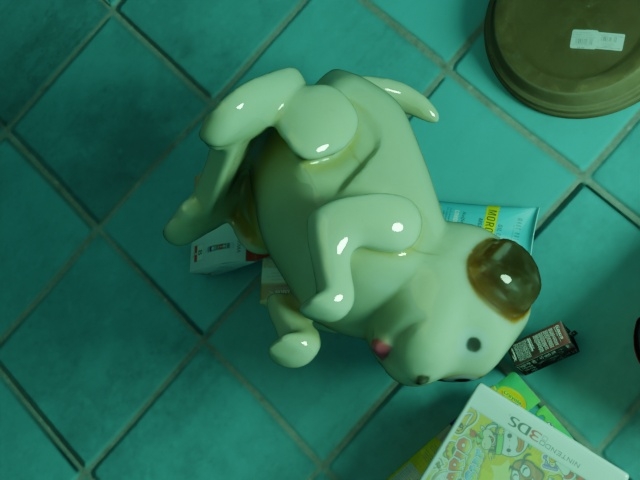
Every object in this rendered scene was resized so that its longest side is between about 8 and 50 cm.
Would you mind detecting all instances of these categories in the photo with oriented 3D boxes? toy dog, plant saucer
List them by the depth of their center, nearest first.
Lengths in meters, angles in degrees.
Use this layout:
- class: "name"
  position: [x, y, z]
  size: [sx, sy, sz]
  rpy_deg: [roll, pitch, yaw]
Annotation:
- class: "toy dog"
  position: [0.067, 0.008, 1.675]
  size: [0.408, 0.395, 0.284]
  rpy_deg: [46, 134, 14]
- class: "plant saucer"
  position: [0.347, -0.295, 1.811]
  size: [0.277, 0.041, 0.278]
  rpy_deg: [-6, 73, 19]

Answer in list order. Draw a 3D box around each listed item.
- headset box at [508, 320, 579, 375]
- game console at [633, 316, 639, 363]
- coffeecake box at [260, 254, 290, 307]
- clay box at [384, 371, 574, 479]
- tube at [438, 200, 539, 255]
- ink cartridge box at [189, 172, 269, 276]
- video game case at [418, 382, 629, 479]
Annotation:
- class: "headset box"
  position: [0.278, 0.131, 1.698]
  size: [0.083, 0.062, 0.032]
  rpy_deg: [-27, 67, 13]
- class: "game console"
  position: [0.588, 0.092, 1.559]
  size: [0.386, 0.060, 0.342]
  rpy_deg: [30, 78, 26]
- class: "coffeecake box"
  position: [0.000, 0.000, 1.846]
  size: [0.142, 0.068, 0.186]
  rpy_deg: [-3, 73, 20]
- class: "clay box"
  position: [0.196, 0.279, 1.691]
  size: [0.222, 0.053, 0.127]
  rpy_deg: [-41, 67, 5]
- class: "tube"
  position: [0.177, -0.018, 1.796]
  size: [0.207, 0.052, 0.080]
  rpy_deg: [9, 85, 18]
- class: "ink cartridge box"
  position: [-0.114, -0.036, 1.869]
  size: [0.179, 0.045, 0.145]
  rpy_deg: [-21, 63, 54]
- class: "video game case"
  position: [0.217, 0.318, 1.633]
  size: [0.206, 0.026, 0.227]
  rpy_deg: [31, 91, 15]
